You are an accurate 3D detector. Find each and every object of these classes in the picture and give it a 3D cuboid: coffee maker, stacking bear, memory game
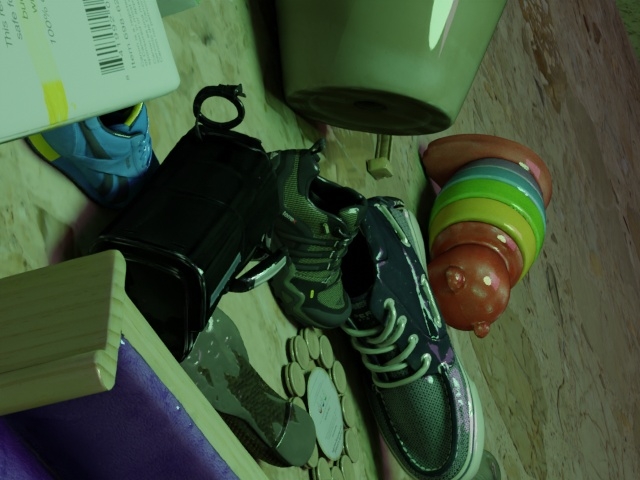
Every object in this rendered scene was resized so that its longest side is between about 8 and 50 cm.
[{"bbox_3d":[-0.117,-0.012,1.585,0.178,0.120,0.171,-57,135,-52],"label":"coffee maker"},{"bbox_3d":[0.203,0.006,2.478,0.289,0.164,0.175,-69,142,-51],"label":"stacking bear"},{"bbox_3d":[0.002,0.179,1.993,0.186,0.012,0.186,-13,90,-72],"label":"memory game"}]

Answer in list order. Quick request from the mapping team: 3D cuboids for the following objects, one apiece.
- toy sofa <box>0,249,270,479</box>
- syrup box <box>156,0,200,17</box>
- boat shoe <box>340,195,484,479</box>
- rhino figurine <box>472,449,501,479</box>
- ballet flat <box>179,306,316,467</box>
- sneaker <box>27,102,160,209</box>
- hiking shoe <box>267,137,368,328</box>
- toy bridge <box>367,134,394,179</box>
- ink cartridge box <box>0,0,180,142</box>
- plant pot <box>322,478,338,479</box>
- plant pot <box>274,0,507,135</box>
[{"bbox_3d":[-0.138,0.189,1.379,0.362,0.150,0.177,58,25,-44],"label":"toy sofa"},{"bbox_3d":[-0.168,-0.314,1.708,0.093,0.096,0.237,52,29,-54],"label":"syrup box"},{"bbox_3d":[0.072,0.112,2.094,0.158,0.127,0.340,9,60,-66],"label":"boat shoe"},{"bbox_3d":[0.164,0.314,2.272,0.243,0.073,0.106,-30,109,-69],"label":"rhino figurine"},{"bbox_3d":[-0.085,0.131,1.730,0.250,0.058,0.084,48,55,-44],"label":"ballet flat"},{"bbox_3d":[-0.166,-0.080,1.586,0.209,0.082,0.069,41,38,-62],"label":"sneaker"},{"bbox_3d":[0.000,0.000,1.949,0.086,0.114,0.227,-80,150,-48],"label":"hiking shoe"},{"bbox_3d":[0.072,-0.163,2.400,0.063,0.026,0.188,44,37,-62],"label":"toy bridge"},{"bbox_3d":[-0.265,-0.192,1.251,0.385,0.160,0.279,-29,105,-70],"label":"ink cartridge box"},{"bbox_3d":[-0.017,0.336,1.684,0.237,0.110,0.237,-13,90,-72],"label":"plant pot"},{"bbox_3d":[0.075,-0.274,2.123,0.323,0.323,0.280,32,64,-64],"label":"plant pot"}]
